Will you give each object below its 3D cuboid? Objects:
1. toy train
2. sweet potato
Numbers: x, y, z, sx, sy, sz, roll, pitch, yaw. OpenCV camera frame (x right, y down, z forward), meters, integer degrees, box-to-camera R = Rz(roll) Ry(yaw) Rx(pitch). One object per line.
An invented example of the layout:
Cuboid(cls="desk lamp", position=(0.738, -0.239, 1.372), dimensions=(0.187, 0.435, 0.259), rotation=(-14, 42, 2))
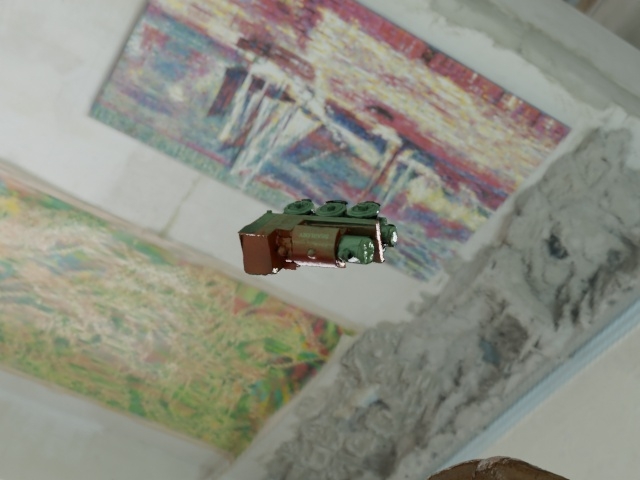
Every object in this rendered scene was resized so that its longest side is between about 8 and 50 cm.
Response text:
Cuboid(cls="toy train", position=(0.000, 0.000, 1.058), dimensions=(0.176, 0.074, 0.118), rotation=(6, -152, 30))
Cuboid(cls="sweet potato", position=(0.153, 0.214, 0.781), dimensions=(0.179, 0.044, 0.044), rotation=(-16, -130, 49))
